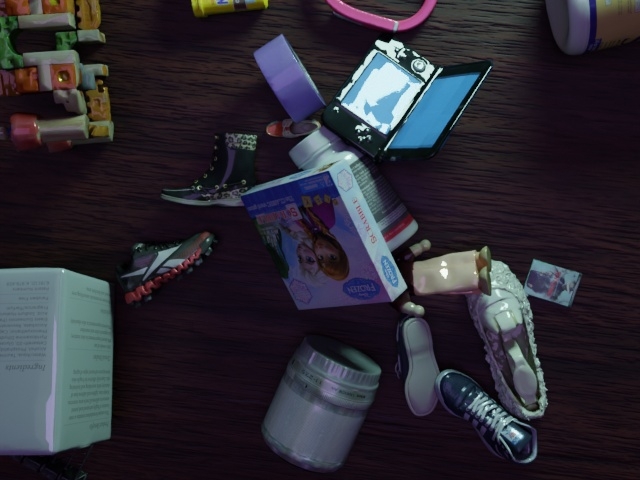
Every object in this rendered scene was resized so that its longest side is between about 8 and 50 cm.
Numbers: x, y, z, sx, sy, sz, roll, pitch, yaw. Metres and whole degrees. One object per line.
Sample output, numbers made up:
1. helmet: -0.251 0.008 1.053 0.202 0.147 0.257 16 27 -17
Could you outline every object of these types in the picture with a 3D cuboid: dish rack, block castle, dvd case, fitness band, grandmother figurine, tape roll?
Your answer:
1. dish rack: -0.657 0.483 1.960 0.208 0.074 0.271 28 97 0
2. block castle: -0.621 -0.427 1.732 0.213 0.303 0.453 -4 97 -1
3. dvd case: 0.553 0.102 1.834 0.119 0.013 0.087 18 98 2
4. fitness band: 0.131 -0.598 1.767 0.291 0.054 0.209 19 98 1
5. grandmother figurine: 0.222 0.094 1.793 0.342 0.208 0.104 -6 131 20
6. tape roll: -0.069 -0.367 1.744 0.080 0.189 0.189 -30 93 8

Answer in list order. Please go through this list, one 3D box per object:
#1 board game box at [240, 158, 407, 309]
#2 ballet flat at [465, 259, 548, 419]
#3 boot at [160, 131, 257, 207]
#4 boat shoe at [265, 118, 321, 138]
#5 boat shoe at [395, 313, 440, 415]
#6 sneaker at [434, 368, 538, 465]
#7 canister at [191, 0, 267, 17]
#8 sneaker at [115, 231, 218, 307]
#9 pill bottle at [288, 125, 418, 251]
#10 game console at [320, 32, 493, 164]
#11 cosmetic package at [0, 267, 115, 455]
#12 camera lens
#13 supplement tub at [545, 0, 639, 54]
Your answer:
1. board game box: 0.000 0.000 1.724 0.318 0.066 0.318 -12 110 49
2. ballet flat: 0.449 0.234 1.801 0.147 0.147 0.409 -19 94 7
3. boot: -0.262 -0.169 1.839 0.236 0.085 0.179 2 95 -1
4. boat shoe: -0.067 -0.267 1.829 0.137 0.043 0.049 -2 99 7
5. boat shoe: 0.227 0.296 1.851 0.095 0.079 0.254 -15 104 -9
6. sneaker: 0.395 0.414 1.793 0.099 0.153 0.282 -46 102 -13
7. canister: -0.214 -0.593 1.788 0.170 0.073 0.126 -5 97 4
8. sneaker: -0.384 0.043 1.866 0.276 0.097 0.135 -32 95 9
9. pill bottle: 0.068 -0.108 1.769 0.176 0.176 0.318 -35 93 8
10. game console: 0.186 -0.325 1.680 0.250 0.173 0.293 35 70 -2
11. cosmetic package: -0.684 0.277 1.763 0.327 0.329 0.394 -1 80 4
12. camera lens: 0.000 0.389 1.814 0.219 0.219 0.274 24 98 2
13. supplement tub: 0.667 -0.544 1.632 0.331 0.241 0.241 -11 96 7
